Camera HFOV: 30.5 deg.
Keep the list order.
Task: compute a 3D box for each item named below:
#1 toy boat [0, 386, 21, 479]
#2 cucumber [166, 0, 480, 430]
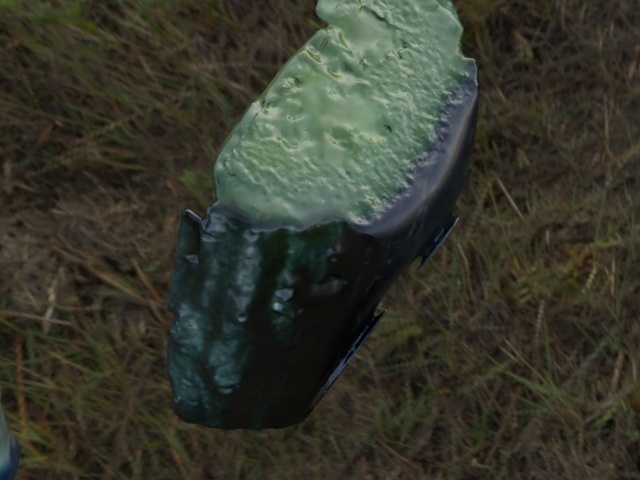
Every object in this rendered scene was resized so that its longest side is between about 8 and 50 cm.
[{"bbox_3d":[-0.171,0.095,0.279,0.114,0.262,0.115,18,122,27],"label":"toy boat"},{"bbox_3d":[0.000,0.000,0.461,0.085,0.193,0.115,32,44,7],"label":"cucumber"}]
